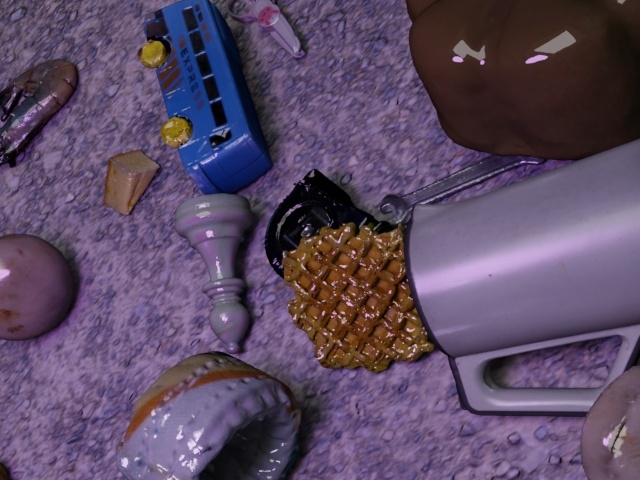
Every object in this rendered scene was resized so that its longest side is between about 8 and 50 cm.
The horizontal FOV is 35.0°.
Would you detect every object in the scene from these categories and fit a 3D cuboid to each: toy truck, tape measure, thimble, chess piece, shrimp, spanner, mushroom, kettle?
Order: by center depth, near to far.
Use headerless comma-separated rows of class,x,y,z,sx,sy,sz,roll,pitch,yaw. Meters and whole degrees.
kettle,0.343,0.074,1.444,0.377,0.250,0.361,-16,93,24
thimble,-0.167,0.312,1.556,0.167,0.288,0.254,25,115,34
spanner,0.236,-0.100,1.664,0.302,0.017,0.071,-26,62,16
tape measure,0.000,0.000,1.694,0.199,0.112,0.186,38,93,34
chess piece,-0.171,0.064,1.761,0.139,0.139,0.271,-14,77,22
toy truck,-0.216,-0.266,1.877,0.162,0.161,0.384,-23,61,8
mushroom,-0.578,0.078,1.930,0.207,0.207,0.215,-47,27,4
shrimp,-0.641,-0.283,2.153,0.289,0.075,0.178,-51,50,3

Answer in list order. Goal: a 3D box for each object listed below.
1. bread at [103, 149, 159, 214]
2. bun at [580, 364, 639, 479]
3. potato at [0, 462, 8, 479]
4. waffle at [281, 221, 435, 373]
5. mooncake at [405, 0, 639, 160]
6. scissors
bread,-0.367,-0.107,1.975,0.084,0.080,0.109,32,123,32
bun,0.436,0.269,1.321,0.141,0.239,0.239,1,68,66
potato,-0.652,0.467,1.842,0.137,0.137,0.176,38,93,32
waffle,0.062,0.091,1.594,0.245,0.052,0.254,-15,100,23
mooncake,0.343,-0.348,1.514,0.467,0.262,0.466,-17,50,22
scissors,-0.096,-0.426,1.947,0.118,0.030,0.242,-41,56,9
